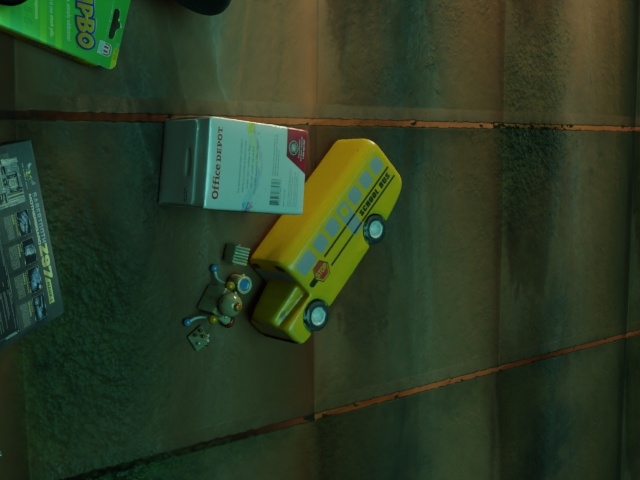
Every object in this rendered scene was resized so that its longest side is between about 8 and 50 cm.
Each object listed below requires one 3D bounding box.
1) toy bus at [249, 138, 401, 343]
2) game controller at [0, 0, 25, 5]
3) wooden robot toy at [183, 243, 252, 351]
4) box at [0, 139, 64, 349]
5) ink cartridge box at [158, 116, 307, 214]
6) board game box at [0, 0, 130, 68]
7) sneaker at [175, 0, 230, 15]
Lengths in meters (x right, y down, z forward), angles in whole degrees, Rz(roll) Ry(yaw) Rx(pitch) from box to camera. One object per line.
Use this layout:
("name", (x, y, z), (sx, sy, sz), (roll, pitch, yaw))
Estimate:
("toy bus", (0.000, 0.000, 1.416), (0.130, 0.108, 0.333), (50, 63, -32))
("game controller", (-0.443, -0.407, 0.991), (0.319, 0.067, 0.167), (34, 67, -32))
("wooden robot toy", (-0.135, 0.091, 1.330), (0.076, 0.079, 0.173), (36, 72, -37))
("box", (-0.393, 0.006, 1.051), (0.183, 0.059, 0.233), (-44, 128, -70))
("ink cartridge box", (-0.127, -0.106, 1.282), (0.176, 0.127, 0.128), (4, 92, -41))
("board game box", (-0.365, -0.315, 1.115), (0.259, 0.039, 0.124), (17, 81, -38))
("sneaker", (-0.232, -0.419, 1.190), (0.270, 0.090, 0.145), (26, 44, -22))
